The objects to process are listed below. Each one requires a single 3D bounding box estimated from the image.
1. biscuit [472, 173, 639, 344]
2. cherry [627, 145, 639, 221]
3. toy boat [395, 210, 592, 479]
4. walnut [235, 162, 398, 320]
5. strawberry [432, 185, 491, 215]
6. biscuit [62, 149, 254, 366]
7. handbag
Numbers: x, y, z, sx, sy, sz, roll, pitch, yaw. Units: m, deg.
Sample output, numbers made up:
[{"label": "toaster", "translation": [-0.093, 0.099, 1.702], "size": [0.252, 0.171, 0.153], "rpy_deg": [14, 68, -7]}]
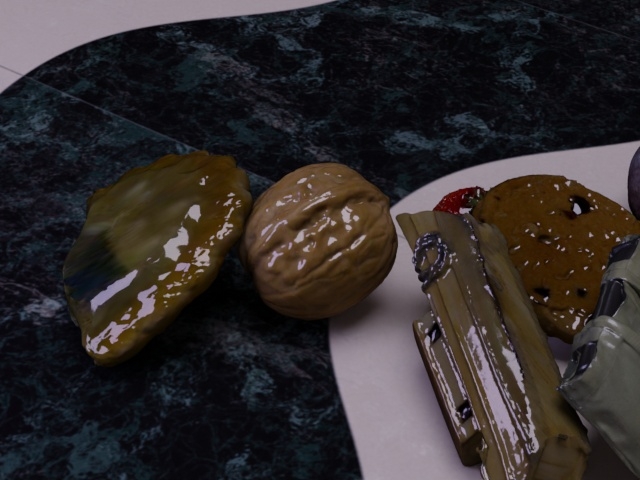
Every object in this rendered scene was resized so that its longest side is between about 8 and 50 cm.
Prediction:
[{"label": "biscuit", "translation": [0.331, 0.031, 1.908], "size": [0.295, 0.075, 0.296], "rpy_deg": [12, 48, -14]}, {"label": "cherry", "translation": [0.527, -0.082, 1.998], "size": [0.195, 0.195, 0.195], "rpy_deg": [1, 41, -1]}, {"label": "toy boat", "translation": [0.196, 0.138, 1.740], "size": [0.136, 0.162, 0.446], "rpy_deg": [14, 45, -38]}, {"label": "walnut", "translation": [0.000, 0.000, 1.868], "size": [0.213, 0.213, 0.213], "rpy_deg": [1, 41, -1]}, {"label": "strawberry", "translation": [0.202, -0.022, 1.991], "size": [0.106, 0.106, 0.106], "rpy_deg": [1, 41, -1]}, {"label": "biscuit", "translation": [-0.245, 0.003, 1.898], "size": [0.329, 0.078, 0.335], "rpy_deg": [-51, 36, -15]}, {"label": "handbag", "translation": [0.407, 0.161, 1.710], "size": [0.253, 0.109, 0.316], "rpy_deg": [45, 45, -12]}]
